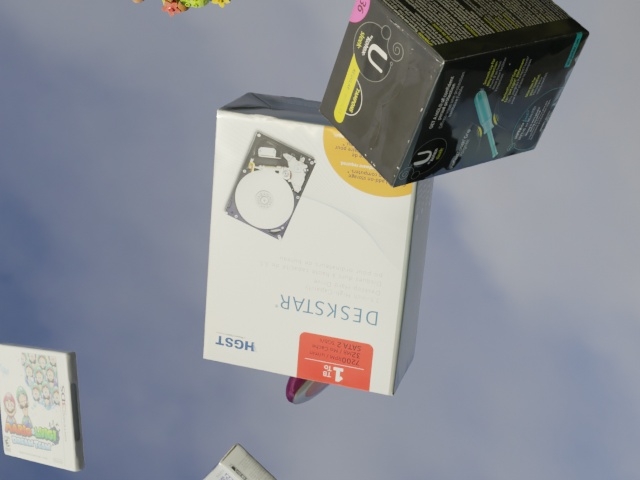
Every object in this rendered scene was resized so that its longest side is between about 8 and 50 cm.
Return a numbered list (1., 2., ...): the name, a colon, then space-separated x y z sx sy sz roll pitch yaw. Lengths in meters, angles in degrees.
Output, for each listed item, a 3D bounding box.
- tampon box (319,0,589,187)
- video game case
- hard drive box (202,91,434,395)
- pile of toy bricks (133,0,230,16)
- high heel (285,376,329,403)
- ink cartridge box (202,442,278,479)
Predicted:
1. tampon box: 0.101 -0.131 0.915 0.161 0.120 0.101 -17 -128 -36
2. video game case: -0.345 0.201 1.451 0.019 0.157 0.143 -9 -83 -46
3. hard drive box: 0.000 0.000 1.045 0.089 0.181 0.232 -48 -35 -67
4. pile of toy bricks: -0.131 -0.273 1.218 0.118 0.212 0.105 78 -158 -50
5. high heel: -0.005 0.100 1.495 0.117 0.082 0.244 29 -126 15
6. ink cartridge box: -0.069 0.400 1.726 0.224 0.223 0.045 41 -112 4
